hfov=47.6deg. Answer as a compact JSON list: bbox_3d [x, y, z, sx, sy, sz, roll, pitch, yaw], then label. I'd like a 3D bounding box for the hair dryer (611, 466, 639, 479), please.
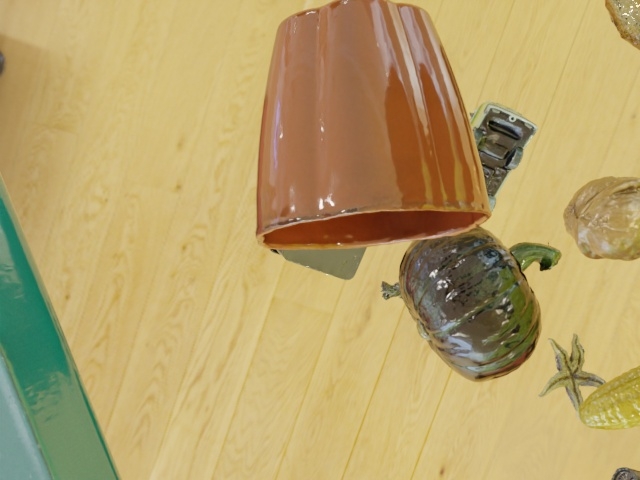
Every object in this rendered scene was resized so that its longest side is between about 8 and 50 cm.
[{"bbox_3d":[0.499,0.289,0.932,0.173,0.050,0.195,18,123,-22],"label":"hair dryer"}]

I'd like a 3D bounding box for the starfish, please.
[{"bbox_3d":[0.594,0.331,1.743,0.176,0.053,0.208,-20,75,-17],"label":"starfish"}]

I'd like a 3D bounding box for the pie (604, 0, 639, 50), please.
[{"bbox_3d":[0.658,-0.461,1.343,0.308,0.085,0.308,0,69,-1],"label":"pie"}]

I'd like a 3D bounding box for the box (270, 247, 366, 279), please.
[{"bbox_3d":[0.000,0.000,1.816,0.243,0.135,0.163,20,100,-19],"label":"box"}]

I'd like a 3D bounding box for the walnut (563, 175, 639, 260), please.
[{"bbox_3d":[0.638,-0.048,1.558,0.245,0.198,0.198,-3,93,-30],"label":"walnut"}]

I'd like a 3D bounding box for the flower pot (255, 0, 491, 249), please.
[{"bbox_3d":[0.035,-0.088,0.577,0.191,0.190,0.173,-5,83,12],"label":"flower pot"}]

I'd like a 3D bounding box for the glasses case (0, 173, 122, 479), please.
[{"bbox_3d":[-0.208,0.079,0.454,0.117,0.070,0.301,-21,92,28],"label":"glasses case"}]

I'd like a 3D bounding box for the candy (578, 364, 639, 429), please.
[{"bbox_3d":[0.554,0.279,1.286,0.199,0.094,0.106,-27,99,22],"label":"candy"}]

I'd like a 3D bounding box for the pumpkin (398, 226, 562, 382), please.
[{"bbox_3d":[0.248,0.071,1.094,0.248,0.248,0.248,1,93,12],"label":"pumpkin"}]

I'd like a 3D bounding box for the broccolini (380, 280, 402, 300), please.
[{"bbox_3d":[0.203,0.125,1.601,0.123,0.271,0.062,27,90,20],"label":"broccolini"}]

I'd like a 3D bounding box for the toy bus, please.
[{"bbox_3d":[0.369,-0.188,1.680,0.134,0.164,0.276,24,115,-7],"label":"toy bus"}]
